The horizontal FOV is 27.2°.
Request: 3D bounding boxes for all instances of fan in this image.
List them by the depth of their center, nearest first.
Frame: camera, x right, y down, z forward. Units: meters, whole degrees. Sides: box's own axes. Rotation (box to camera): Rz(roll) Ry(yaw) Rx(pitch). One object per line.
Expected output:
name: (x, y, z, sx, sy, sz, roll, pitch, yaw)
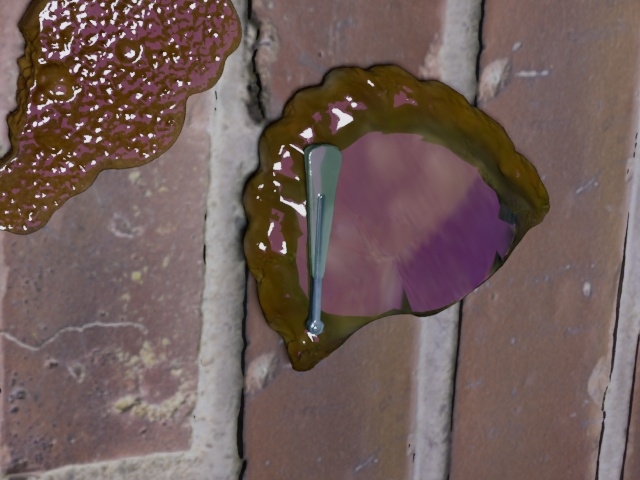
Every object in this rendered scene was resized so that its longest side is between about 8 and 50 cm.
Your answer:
fan: (0.000, 0.000, 1.313, 0.038, 0.016, 0.193, -1, 102, -16)

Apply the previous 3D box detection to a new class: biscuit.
biscuit: (-0.215, -0.135, 1.239, 0.183, 0.047, 0.320, 33, 93, -24)
biscuit: (0.068, -0.006, 1.374, 0.329, 0.078, 0.335, 21, 96, -20)
